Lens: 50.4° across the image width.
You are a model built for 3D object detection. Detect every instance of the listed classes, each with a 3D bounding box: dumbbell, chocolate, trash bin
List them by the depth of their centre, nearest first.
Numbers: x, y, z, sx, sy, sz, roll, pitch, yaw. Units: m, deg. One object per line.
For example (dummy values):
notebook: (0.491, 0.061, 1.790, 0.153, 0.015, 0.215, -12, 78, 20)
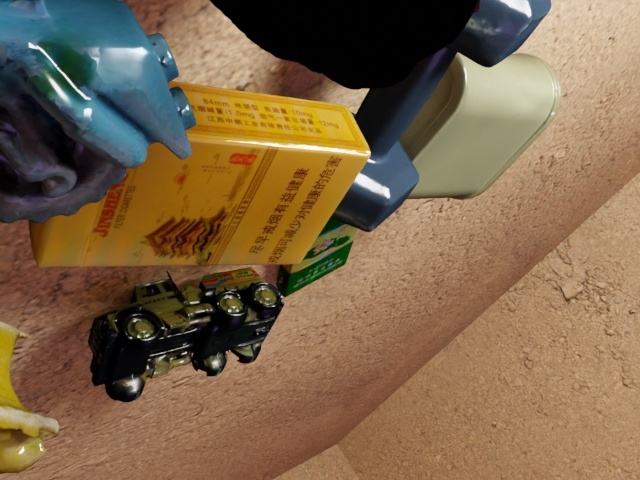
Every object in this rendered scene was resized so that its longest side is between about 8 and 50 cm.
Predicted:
chocolate: (0.033, -0.239, 0.461, 0.177, 0.206, 0.224, -50, 132, -39)
dumbbell: (0.086, -0.158, 0.705, 0.156, 0.144, 0.316, 22, 132, -14)
trash bin: (0.179, -0.153, 0.919, 0.247, 0.121, 0.243, -8, 145, -48)

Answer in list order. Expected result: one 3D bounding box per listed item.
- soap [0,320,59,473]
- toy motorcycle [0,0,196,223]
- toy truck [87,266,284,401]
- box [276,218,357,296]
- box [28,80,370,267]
soap: (-0.423, 0.146, 0.495, 0.293, 0.156, 0.335, -32, 152, 5)
toy motorcycle: (-0.145, -0.156, 0.323, 0.232, 0.172, 0.416, -26, 148, -11)
toy truck: (-0.180, 0.106, 0.896, 0.257, 0.127, 0.127, -15, 144, -43)
box: (0.000, 0.000, 1.072, 0.132, 0.034, 0.235, -27, 157, -23)
box: (-0.111, -0.055, 0.632, 0.274, 0.076, 0.174, 1, 140, -32)
